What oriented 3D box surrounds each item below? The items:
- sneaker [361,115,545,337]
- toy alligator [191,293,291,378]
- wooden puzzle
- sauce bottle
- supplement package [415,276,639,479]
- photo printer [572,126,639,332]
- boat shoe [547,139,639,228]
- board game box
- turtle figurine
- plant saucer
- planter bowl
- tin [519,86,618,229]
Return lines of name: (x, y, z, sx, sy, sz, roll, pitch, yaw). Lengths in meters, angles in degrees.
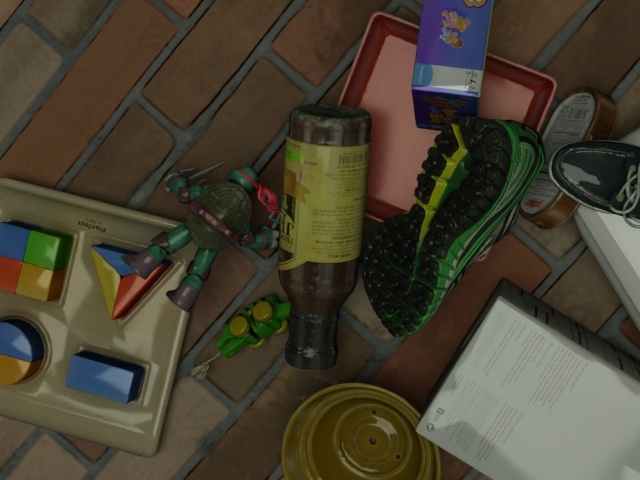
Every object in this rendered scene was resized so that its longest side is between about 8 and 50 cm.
sneaker: (0.171, -0.005, 1.491, 0.134, 0.146, 0.343, 57, 132, 29)
toy alligator: (-0.108, 0.123, 1.651, 0.189, 0.056, 0.051, -33, 50, 12)
wooden puzzle: (-0.352, 0.112, 1.676, 0.322, 0.080, 0.348, 14, 99, 8)
sauce bottle: (0.000, 0.000, 1.544, 0.111, 0.111, 0.344, 7, 105, 9)
supplement package: (0.289, 0.207, 1.512, 0.262, 0.198, 0.199, 32, 100, 6)
photo printer: (0.476, -0.008, 1.498, 0.256, 0.107, 0.307, -31, 89, 11)
boat shoe: (0.395, -0.056, 1.413, 0.254, 0.079, 0.095, 24, 95, 7)
board game box: (0.172, -0.319, 1.423, 0.078, 0.233, 0.347, 8, 86, 6)
turtle figurine: (-0.145, -0.028, 1.587, 0.175, 0.118, 0.234, 40, 86, 2)
plant saucer: (0.145, -0.137, 1.577, 0.259, 0.048, 0.258, 22, 99, 6)
planter bowl: (0.062, 0.284, 1.612, 0.217, 0.090, 0.217, 3, 102, 14)
tin: (0.310, -0.106, 1.512, 0.040, 0.106, 0.190, 26, 87, -20)
